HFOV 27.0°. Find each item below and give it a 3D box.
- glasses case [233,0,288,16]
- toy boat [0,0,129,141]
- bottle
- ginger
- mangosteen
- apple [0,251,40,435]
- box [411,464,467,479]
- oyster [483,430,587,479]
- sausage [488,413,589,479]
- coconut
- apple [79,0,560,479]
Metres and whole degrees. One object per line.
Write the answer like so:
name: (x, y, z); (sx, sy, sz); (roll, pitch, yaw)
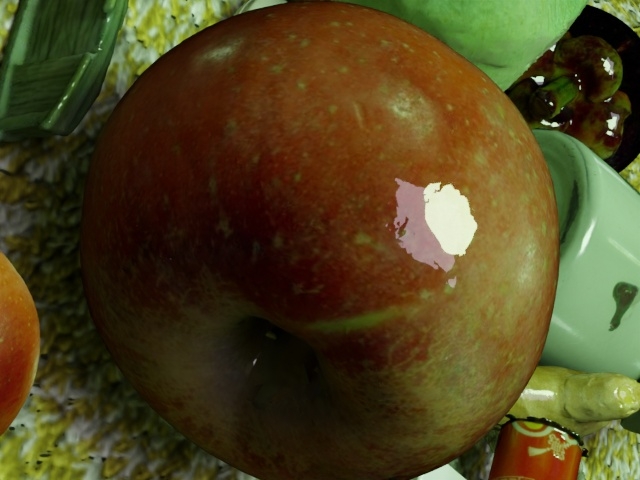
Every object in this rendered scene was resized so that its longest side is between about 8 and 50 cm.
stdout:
glasses case: (-0.005, -0.131, 1.194); (0.204, 0.051, 0.081); (51, 49, -21)
toy boat: (-0.184, -0.198, 1.014); (0.055, 0.093, 0.293); (40, 51, -52)
bottle: (0.288, 0.064, 1.301); (0.352, 0.229, 0.229); (34, 56, -33)
ginger: (0.126, 0.136, 1.156); (0.299, 0.118, 0.065); (3, 69, -12)
mangosteen: (0.244, -0.149, 1.337); (0.230, 0.194, 0.194); (13, 65, -76)
apple: (-0.256, 0.068, 0.814); (0.139, 0.163, 0.163); (-38, 105, -56)
box: (0.076, 0.341, 1.084); (0.203, 0.116, 0.274); (41, 51, -31)
oyster: (0.199, 0.211, 1.209); (0.106, 0.061, 0.200); (12, 30, -5)
sausage: (0.149, 0.267, 1.043); (0.083, 0.083, 0.264); (40, 52, -29)
coconut: (0.122, -0.283, 1.208); (0.281, 0.328, 0.328); (7, 69, -7)
apple: (0.000, 0.000, 0.956); (0.348, 0.348, 0.277); (54, 37, -19)
